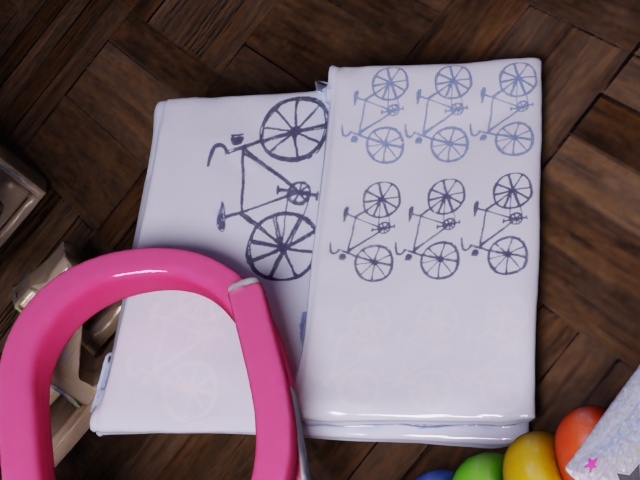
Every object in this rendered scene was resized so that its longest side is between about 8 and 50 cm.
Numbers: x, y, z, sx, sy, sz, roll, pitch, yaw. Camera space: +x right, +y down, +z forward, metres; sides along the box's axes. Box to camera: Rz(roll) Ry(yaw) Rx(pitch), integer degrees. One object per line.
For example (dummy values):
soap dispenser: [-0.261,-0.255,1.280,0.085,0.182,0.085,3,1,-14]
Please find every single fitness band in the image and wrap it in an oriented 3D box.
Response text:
fitness band: [-0.121,0.125,0.906,0.209,0.054,0.290,-16,53,2]

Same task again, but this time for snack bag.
snack bag: [0.000,0.000,1.006,0.343,0.037,0.323,-1,62,15]

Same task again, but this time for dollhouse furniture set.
dollhouse furniture set: [-0.391,0.035,1.168,0.256,0.362,0.394,-49,19,4]

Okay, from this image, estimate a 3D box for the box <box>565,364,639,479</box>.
box: [0.258,0.137,0.567,0.142,0.163,0.247,-56,37,5]

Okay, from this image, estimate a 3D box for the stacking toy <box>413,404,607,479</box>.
stacking toy: [0.125,0.170,0.791,0.330,0.141,0.141,-37,47,20]
